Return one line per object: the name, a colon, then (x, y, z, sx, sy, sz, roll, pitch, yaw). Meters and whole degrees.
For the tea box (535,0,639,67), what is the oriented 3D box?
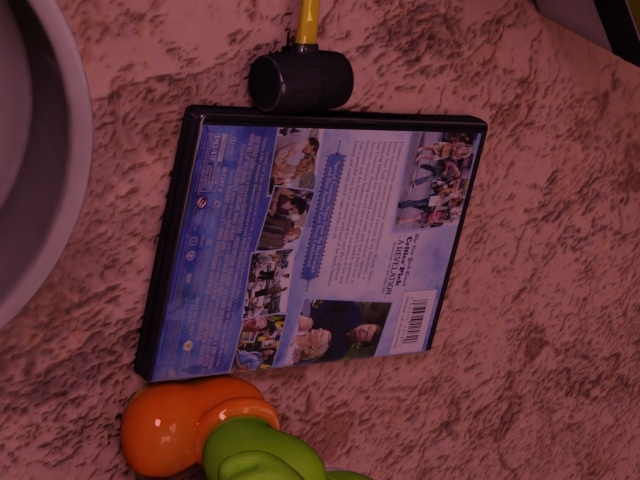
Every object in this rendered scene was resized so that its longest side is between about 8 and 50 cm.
tea box: (0.322, -0.257, 0.866, 0.329, 0.323, 0.220, -44, 138, -10)

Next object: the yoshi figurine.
yoshi figurine: (-0.016, 0.233, 0.825, 0.203, 0.362, 0.203, -54, 136, -3)

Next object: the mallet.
mallet: (0.004, -0.168, 0.865, 0.062, 0.039, 0.189, 1, 107, -41)

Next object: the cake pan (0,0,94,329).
cake pan: (-0.250, -0.048, 0.633, 0.293, 0.054, 0.293, -10, 126, -14)

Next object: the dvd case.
dvd case: (0.000, 0.000, 0.957, 0.253, 0.022, 0.180, -2, 112, -40)
